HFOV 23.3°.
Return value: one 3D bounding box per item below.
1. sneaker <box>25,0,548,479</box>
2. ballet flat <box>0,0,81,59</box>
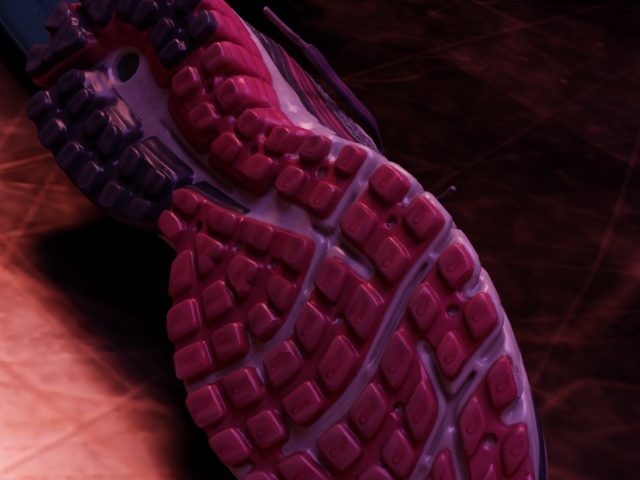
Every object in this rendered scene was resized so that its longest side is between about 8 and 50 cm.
[{"bbox_3d":[0.000,0.000,0.599,0.112,0.121,0.299,23,28,-51],"label":"sneaker"},{"bbox_3d":[-0.153,-0.162,0.788,0.096,0.095,0.280,-11,52,-48],"label":"ballet flat"}]
